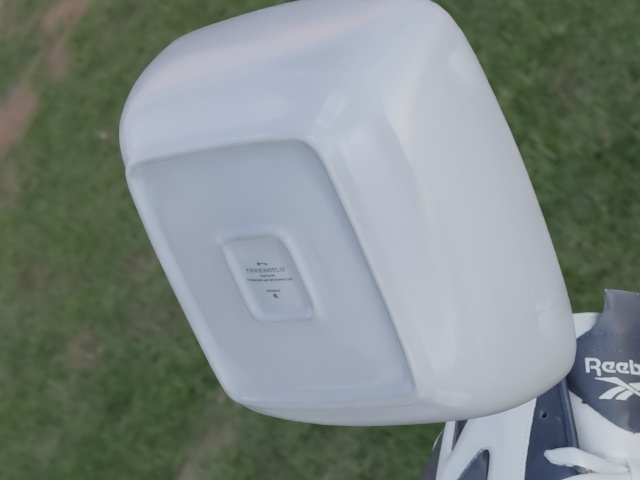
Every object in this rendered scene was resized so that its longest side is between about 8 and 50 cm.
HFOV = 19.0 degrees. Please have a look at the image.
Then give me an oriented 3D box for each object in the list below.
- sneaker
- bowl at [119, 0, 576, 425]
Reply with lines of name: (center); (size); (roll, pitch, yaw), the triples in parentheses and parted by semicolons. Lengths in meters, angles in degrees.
sneaker: (0.113, 0.099, 0.725); (0.235, 0.094, 0.153); (24, 100, 66)
bowl: (0.000, 0.000, 0.601); (0.142, 0.142, 0.053); (-5, 25, 44)
